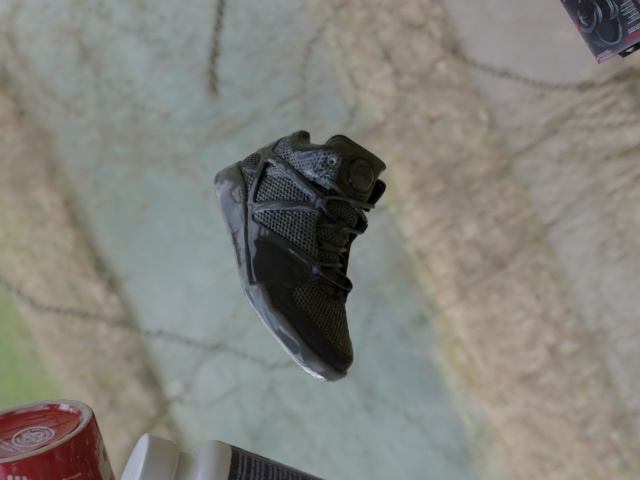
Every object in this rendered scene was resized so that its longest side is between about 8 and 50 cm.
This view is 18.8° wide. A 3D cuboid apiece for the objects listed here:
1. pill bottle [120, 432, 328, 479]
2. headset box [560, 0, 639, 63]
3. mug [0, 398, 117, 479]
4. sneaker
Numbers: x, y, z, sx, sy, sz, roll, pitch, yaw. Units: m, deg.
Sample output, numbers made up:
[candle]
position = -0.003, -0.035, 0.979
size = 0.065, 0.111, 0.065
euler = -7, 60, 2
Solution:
[pill bottle]
position = -0.039, 0.137, 0.951
size = 0.120, 0.067, 0.067
euler = 22, 168, -12
[headset box]
position = 0.268, -0.209, 1.798
size = 0.083, 0.062, 0.032
euler = 58, -161, -11
[mug]
position = -0.143, 0.188, 1.158
size = 0.150, 0.113, 0.169
euler = -6, 107, 24
[sneaker]
position = 0.000, 0.000, 1.550
size = 0.087, 0.130, 0.227
euler = 34, -152, -45
